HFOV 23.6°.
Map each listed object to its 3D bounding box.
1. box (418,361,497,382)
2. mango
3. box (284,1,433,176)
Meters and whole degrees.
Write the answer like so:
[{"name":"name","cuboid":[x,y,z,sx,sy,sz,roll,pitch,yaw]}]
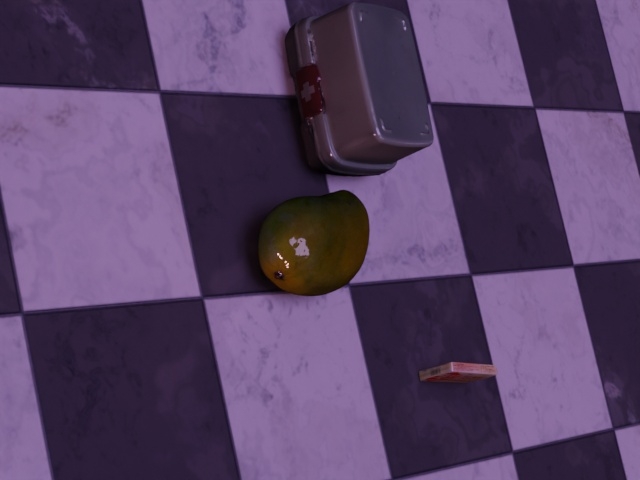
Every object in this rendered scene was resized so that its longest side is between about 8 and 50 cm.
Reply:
[{"name":"box","cuboid":[0.181,0.173,2.001,0.093,0.058,0.015,7,69,-44]},{"name":"mango","cuboid":[0.000,0.004,1.862,0.191,0.085,0.122,-13,81,-46]},{"name":"box","cuboid":[0.050,-0.192,1.956,0.148,0.129,0.210,1,74,-47]}]
